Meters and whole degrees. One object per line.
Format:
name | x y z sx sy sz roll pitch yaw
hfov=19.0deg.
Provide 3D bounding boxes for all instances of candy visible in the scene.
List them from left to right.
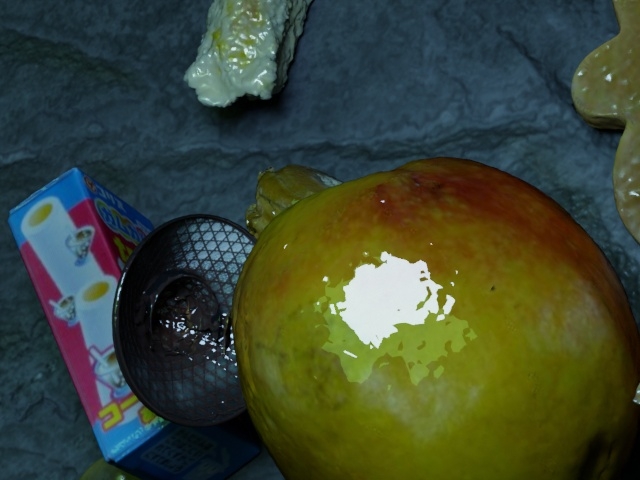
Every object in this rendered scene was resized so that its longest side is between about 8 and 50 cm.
candy | -0.185 0.090 1.863 0.100 0.157 0.306 -36 57 11

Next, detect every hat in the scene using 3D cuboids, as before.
hat | -0.128 0.073 1.737 0.082 0.193 0.193 -3 67 50

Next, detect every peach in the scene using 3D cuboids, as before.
peach | 0.098 0.115 1.605 0.372 0.290 0.372 0 91 8

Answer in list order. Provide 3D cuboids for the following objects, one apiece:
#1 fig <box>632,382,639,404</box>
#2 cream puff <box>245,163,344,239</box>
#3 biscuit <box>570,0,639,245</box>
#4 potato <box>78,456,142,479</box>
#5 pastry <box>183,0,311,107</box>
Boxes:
fig | 0.314 0.129 1.524 0.159 0.257 0.159 -7 78 37
cream puff | 0.000 0.000 1.813 0.115 0.150 0.165 -64 16 12
biscuit | 0.363 -0.130 1.718 0.275 0.052 0.355 -16 65 23
potato | -0.212 0.272 1.857 0.138 0.070 0.091 -49 55 1
pastry | -0.061 -0.248 1.972 0.121 0.089 0.258 0 72 31
